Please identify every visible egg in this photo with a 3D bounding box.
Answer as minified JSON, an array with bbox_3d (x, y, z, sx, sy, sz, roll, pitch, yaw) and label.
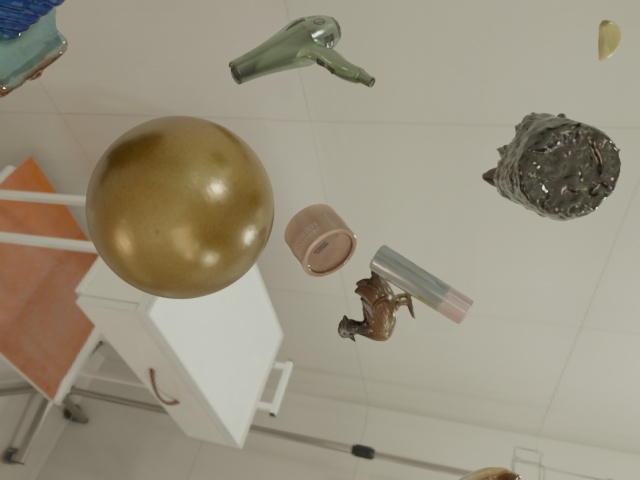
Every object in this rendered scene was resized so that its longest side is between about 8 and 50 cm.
[{"bbox_3d":[-0.191,-0.048,0.752,0.322,0.249,0.251,-122,-145,-81],"label":"egg"}]

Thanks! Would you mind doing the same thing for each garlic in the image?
[{"bbox_3d":[0.630,-0.443,1.150,0.041,0.053,0.083,44,-19,56],"label":"garlic"}]

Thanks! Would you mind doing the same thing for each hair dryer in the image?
[{"bbox_3d":[-0.043,-0.301,0.901,0.088,0.218,0.225,82,-12,-49],"label":"hair dryer"}]

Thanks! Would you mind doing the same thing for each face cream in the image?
[{"bbox_3d":[0.186,0.082,0.972,0.057,0.198,0.084,-56,161,1],"label":"face cream"},{"bbox_3d":[0.000,0.000,1.264,0.104,0.149,0.149,52,-15,39],"label":"face cream"}]

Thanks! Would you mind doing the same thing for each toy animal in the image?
[{"bbox_3d":[0.113,0.138,1.166,0.089,0.178,0.189,-61,138,-77],"label":"toy animal"}]

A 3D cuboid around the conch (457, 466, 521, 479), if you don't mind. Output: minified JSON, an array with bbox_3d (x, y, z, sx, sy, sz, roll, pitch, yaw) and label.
[{"bbox_3d":[0.147,0.318,0.491,0.158,0.127,0.255,-120,-143,-50],"label":"conch"}]

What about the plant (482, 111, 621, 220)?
[{"bbox_3d":[0.423,-0.131,0.958,0.182,0.194,0.320,-64,175,16],"label":"plant"}]

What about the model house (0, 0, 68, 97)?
[{"bbox_3d":[-0.430,-0.287,0.674,0.251,0.294,0.330,-9,116,-59],"label":"model house"}]
